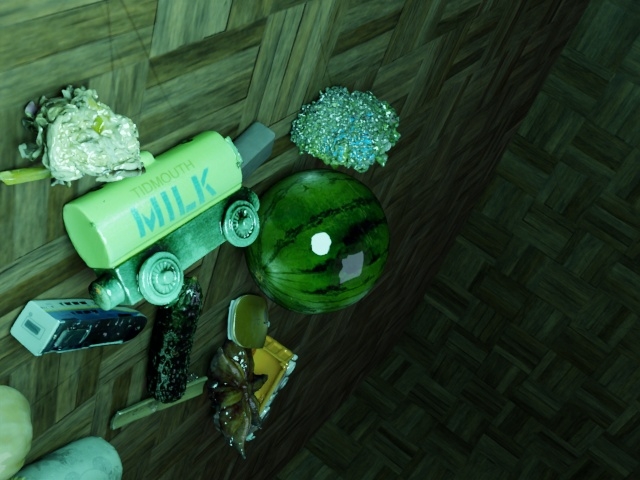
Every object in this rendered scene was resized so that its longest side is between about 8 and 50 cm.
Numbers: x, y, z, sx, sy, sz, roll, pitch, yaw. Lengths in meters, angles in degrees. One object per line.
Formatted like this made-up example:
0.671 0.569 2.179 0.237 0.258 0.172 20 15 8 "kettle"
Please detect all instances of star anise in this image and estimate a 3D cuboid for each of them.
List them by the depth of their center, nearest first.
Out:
-0.185 0.300 1.517 0.272 0.103 0.271 -5 90 -74 "star anise"

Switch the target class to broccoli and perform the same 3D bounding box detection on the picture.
0.038 -0.164 1.196 0.167 0.154 0.160 -46 -177 -30 "broccoli"

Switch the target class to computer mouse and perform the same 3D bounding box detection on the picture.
-0.132 0.160 1.477 0.199 0.045 0.102 39 55 -74 "computer mouse"

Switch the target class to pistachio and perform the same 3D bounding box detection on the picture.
-0.398 0.230 0.816 0.185 0.108 0.126 -31 126 -39 "pistachio"

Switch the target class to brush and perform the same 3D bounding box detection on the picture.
-0.291 0.285 1.356 0.248 0.036 0.043 -11 124 -62 "brush"

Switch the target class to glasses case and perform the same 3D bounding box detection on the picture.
-0.136 -0.081 1.026 0.190 0.042 0.072 -47 167 -23 "glasses case"

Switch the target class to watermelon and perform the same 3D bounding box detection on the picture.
-0.004 0.002 1.226 0.242 0.242 0.242 -48 163 -20 "watermelon"

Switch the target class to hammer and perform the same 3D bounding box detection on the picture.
-0.388 0.465 1.139 0.202 0.113 0.305 -15 109 -62 "hammer"

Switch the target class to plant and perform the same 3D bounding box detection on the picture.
-0.230 -0.075 0.694 0.122 0.104 0.116 -33 145 14 "plant"

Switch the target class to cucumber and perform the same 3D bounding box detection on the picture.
-0.230 0.152 1.192 0.072 0.072 0.300 -39 156 -43 "cucumber"

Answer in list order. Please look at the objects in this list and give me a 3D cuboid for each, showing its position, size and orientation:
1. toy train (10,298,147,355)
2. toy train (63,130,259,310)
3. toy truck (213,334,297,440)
-0.291 0.104 0.953 0.052 0.051 0.234 -55 168 5 "toy train"
-0.177 -0.031 0.877 0.253 0.105 0.157 -37 115 -40 "toy train"
-0.150 0.340 1.730 0.270 0.114 0.135 -62 166 26 "toy truck"
